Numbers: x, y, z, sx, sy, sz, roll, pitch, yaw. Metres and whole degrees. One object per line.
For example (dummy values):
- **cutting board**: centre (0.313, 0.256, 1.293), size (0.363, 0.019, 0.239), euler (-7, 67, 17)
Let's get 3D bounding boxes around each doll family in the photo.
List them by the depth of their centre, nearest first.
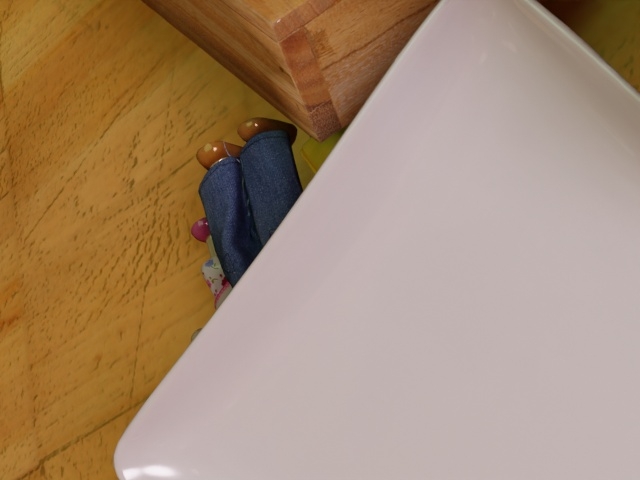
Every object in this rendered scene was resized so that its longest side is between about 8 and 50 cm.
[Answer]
- **doll family**: centre (0.000, 0.000, 0.637), size (0.263, 0.118, 0.163), euler (-41, 53, 31)

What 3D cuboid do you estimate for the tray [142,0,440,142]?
- **tray**: centre (-0.041, -0.220, 0.699), size (0.203, 0.076, 0.411), euler (-36, 44, -12)

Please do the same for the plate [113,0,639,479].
- **plate**: centre (0.085, 0.086, 0.516), size (0.277, 0.045, 0.278), euler (43, 112, 14)
